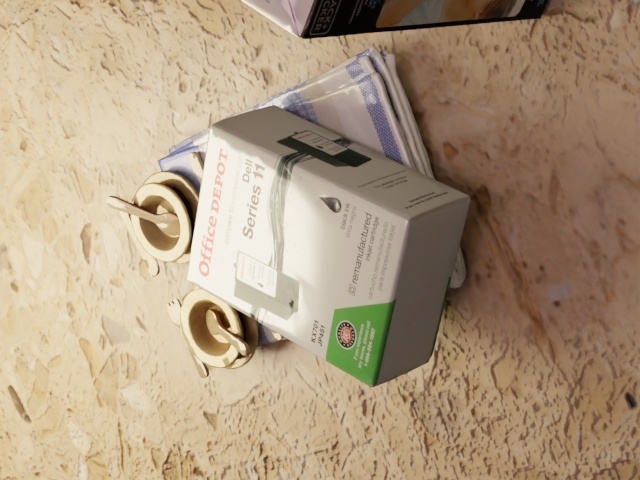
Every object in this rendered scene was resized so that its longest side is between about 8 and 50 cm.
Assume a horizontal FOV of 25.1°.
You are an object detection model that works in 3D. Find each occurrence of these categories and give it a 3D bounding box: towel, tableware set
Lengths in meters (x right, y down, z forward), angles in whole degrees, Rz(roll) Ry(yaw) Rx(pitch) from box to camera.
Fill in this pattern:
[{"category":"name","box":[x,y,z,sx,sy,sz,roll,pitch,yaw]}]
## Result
[{"category":"towel","box":[-0.013,-0.026,1.240,0.285,0.034,0.209,-20,90,42]},{"category":"tableware set","box":[-0.121,0.030,1.299,0.128,0.039,0.194,-30,84,42]}]

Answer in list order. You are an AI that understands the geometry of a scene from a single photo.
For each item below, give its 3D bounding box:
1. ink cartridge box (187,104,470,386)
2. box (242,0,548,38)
[{"category":"ink cartridge box","box":[0.000,0.000,1.156,0.208,0.087,0.153,27,119,32]},{"category":"box","box":[0.034,-0.221,0.989,0.169,0.290,0.087,38,120,28]}]
